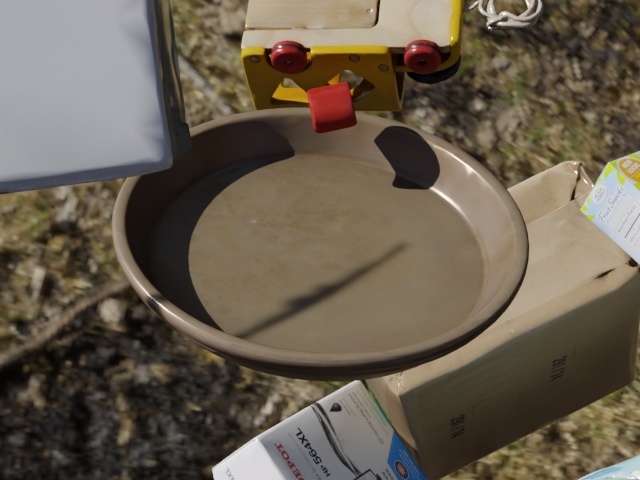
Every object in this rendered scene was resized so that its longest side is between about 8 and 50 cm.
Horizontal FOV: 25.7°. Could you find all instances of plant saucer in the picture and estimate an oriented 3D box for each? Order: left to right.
[{"bbox_3d":[0.000,0.000,0.941,0.278,0.278,0.041,38,139,34],"label":"plant saucer"}]

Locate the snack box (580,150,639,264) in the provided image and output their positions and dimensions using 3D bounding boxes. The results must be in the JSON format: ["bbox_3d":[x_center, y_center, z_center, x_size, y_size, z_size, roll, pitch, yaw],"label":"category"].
[{"bbox_3d":[0.383,-0.007,1.350,0.207,0.174,0.070,44,132,25],"label":"snack box"}]

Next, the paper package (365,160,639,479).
[{"bbox_3d":[0.196,0.103,1.596,0.309,0.325,0.168,-26,63,-2],"label":"paper package"}]

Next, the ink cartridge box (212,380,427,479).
[{"bbox_3d":[0.003,0.259,1.520,0.086,0.203,0.148,-40,80,35],"label":"ink cartridge box"}]

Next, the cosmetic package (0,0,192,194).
[{"bbox_3d":[-0.100,-0.135,0.483,0.085,0.117,0.231,-9,97,-1],"label":"cosmetic package"}]

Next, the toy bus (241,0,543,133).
[{"bbox_3d":[0.039,-0.150,1.072,0.191,0.104,0.202,-37,60,-14],"label":"toy bus"}]

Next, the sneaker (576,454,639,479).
[{"bbox_3d":[0.332,0.249,1.319,0.319,0.208,0.127,-35,76,26],"label":"sneaker"}]
